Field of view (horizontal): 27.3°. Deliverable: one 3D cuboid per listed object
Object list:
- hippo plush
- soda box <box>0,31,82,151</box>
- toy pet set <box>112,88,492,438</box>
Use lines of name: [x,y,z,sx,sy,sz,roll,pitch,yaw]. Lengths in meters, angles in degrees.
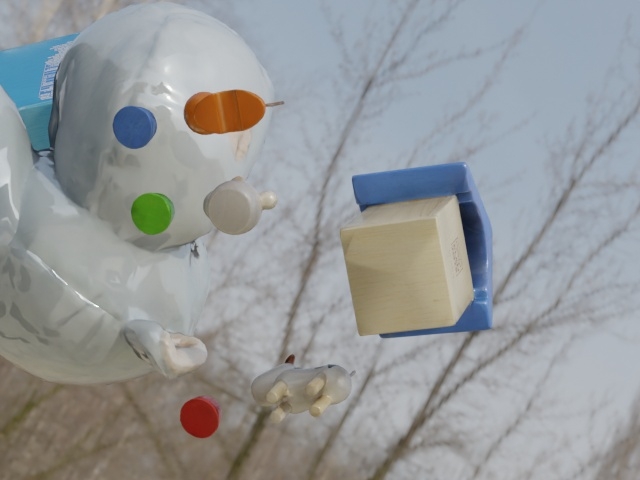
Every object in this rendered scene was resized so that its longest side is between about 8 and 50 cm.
hippo plush: [-0.144,-0.021,0.536,0.236,0.294,0.234,25,6,-13]
soda box: [-0.223,-0.054,0.771,0.210,0.067,0.071,-11,-47,10]
toy pet set: [0.000,0.000,0.478,0.114,0.122,0.065,-7,11,18]
